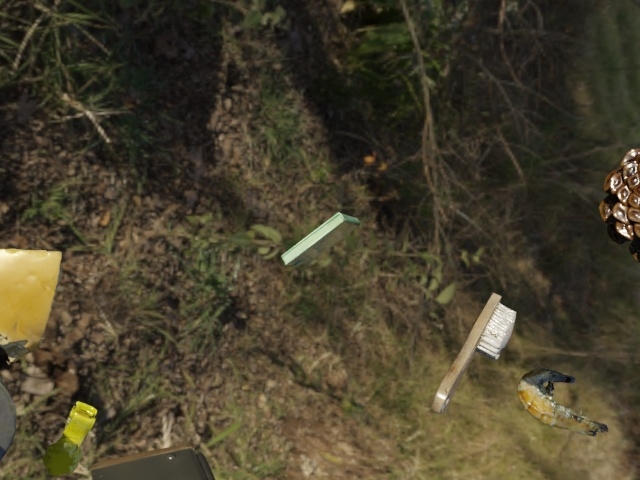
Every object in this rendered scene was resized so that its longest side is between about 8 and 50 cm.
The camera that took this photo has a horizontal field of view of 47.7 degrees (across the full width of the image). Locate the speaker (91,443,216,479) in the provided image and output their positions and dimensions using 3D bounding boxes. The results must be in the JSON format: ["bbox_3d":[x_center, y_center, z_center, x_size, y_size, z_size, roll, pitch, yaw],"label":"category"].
[{"bbox_3d":[-0.253,0.465,1.120,0.193,0.153,0.230,-8,111,-23],"label":"speaker"}]

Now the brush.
[{"bbox_3d":[0.266,0.192,1.219,0.327,0.065,0.070,-40,150,-52],"label":"brush"}]

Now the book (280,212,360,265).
[{"bbox_3d":[0.000,0.000,0.978,0.017,0.103,0.135,54,9,8],"label":"book"}]

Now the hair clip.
[{"bbox_3d":[-0.499,0.407,1.448,0.173,0.072,0.046,-57,-163,16],"label":"hair clip"}]

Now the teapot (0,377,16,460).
[{"bbox_3d":[-0.591,0.271,1.068,0.200,0.337,0.270,44,69,-26],"label":"teapot"}]

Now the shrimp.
[{"bbox_3d":[0.547,0.361,1.630,0.150,0.217,0.051,-65,179,-45],"label":"shrimp"}]

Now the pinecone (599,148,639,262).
[{"bbox_3d":[0.534,-0.049,1.109,0.208,0.208,0.207,-8,99,-64],"label":"pinecone"}]

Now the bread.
[{"bbox_3d":[-0.588,0.113,1.286,0.224,0.183,0.211,7,86,-22],"label":"bread"}]
